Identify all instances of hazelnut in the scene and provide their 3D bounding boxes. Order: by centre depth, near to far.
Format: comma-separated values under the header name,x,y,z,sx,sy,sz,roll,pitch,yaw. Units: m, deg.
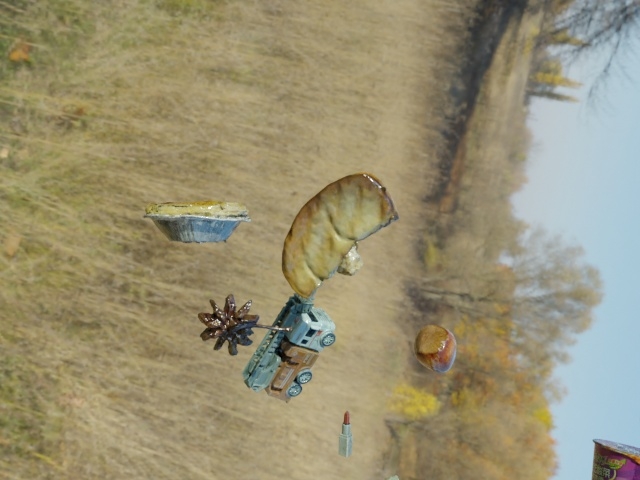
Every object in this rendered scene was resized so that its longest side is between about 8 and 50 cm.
name,x,y,z,sx,sy,sz,roll,pitch,yaw
hazelnut,0.382,0.361,2.380,0.150,0.150,0.150,14,90,-78

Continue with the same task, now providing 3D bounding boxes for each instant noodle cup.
name,x,y,z,sx,sy,sz,roll,pitch,yaw
instant noodle cup,0.950,0.741,2.215,0.251,0.251,0.190,33,70,-78

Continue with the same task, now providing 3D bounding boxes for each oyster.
name,x,y,z,sx,sy,sz,roll,pitch,yaw
oyster,-0.004,0.004,1.933,0.094,0.295,0.166,22,77,-46

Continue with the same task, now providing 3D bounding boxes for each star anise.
name,x,y,z,sx,sy,sz,roll,pitch,yaw
star anise,-0.214,0.215,1.919,0.073,0.234,0.177,-131,-163,-70

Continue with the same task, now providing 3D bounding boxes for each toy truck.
name,x,y,z,sx,sy,sz,roll,pitch,yaw
toy truck,-0.093,0.323,2.210,0.185,0.133,0.338,21,106,-37

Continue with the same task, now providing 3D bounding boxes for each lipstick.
name,x,y,z,sx,sy,sz,roll,pitch,yaw
lipstick,0.072,0.539,2.016,0.030,0.030,0.129,-10,104,-55

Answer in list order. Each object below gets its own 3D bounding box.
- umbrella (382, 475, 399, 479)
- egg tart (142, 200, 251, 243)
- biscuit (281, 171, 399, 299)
name,x,y,z,sx,sy,sz,roll,pitch,yaw
umbrella,0.224,0.740,2.155,0.067,0.062,0.143,-52,-165,-19
egg tart,-0.268,-0.040,1.564,0.234,0.234,0.094,-17,110,-76
biscuit,0.020,-0.018,1.471,0.299,0.154,0.045,-43,-174,19
